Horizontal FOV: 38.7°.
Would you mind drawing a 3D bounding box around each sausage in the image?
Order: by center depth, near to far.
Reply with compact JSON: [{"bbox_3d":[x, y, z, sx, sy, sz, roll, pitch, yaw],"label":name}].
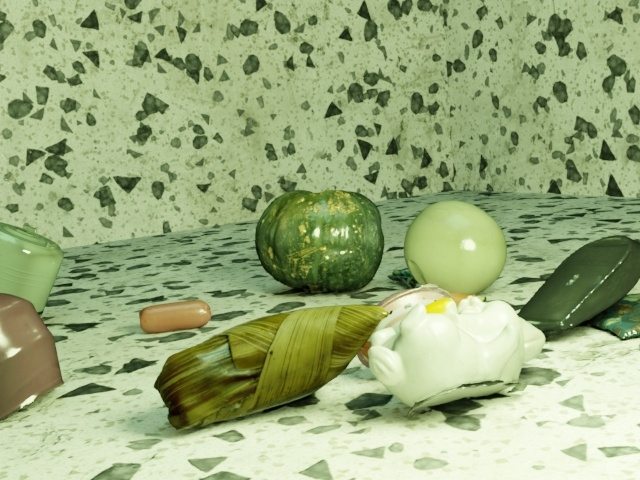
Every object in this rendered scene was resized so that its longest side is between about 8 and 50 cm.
[{"bbox_3d":[-0.310,0.163,1.952,0.154,0.062,0.062,-7,8,-6],"label":"sausage"}]

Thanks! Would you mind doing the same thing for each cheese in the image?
[{"bbox_3d":[0.169,0.147,1.485,0.286,0.189,0.074,8,36,-35],"label":"cheese"}]

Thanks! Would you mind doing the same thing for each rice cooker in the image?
[{"bbox_3d":[-0.738,0.084,2.150,0.226,0.244,0.226,19,2,-1],"label":"rice cooker"}]

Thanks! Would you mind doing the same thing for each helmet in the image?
[{"bbox_3d":[-0.599,0.186,1.511,0.338,0.197,0.271,-1,11,21],"label":"helmet"}]

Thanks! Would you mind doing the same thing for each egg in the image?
[{"bbox_3d":[0.298,0.019,2.038,0.219,0.219,0.269,-9,3,-24],"label":"egg"}]

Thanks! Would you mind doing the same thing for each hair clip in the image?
[{"bbox_3d":[0.211,0.094,2.216,0.049,0.049,0.173,-7,7,-16],"label":"hair clip"}]

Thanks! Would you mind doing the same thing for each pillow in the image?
[{"bbox_3d":[0.589,0.137,1.704,0.188,0.034,0.255,-8,10,-8],"label":"pillow"}]

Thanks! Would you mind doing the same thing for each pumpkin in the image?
[{"bbox_3d":[0.000,0.000,2.219,0.291,0.257,0.327,5,-3,-21],"label":"pumpkin"}]

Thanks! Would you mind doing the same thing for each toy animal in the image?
[{"bbox_3d":[0.205,0.165,1.337,0.208,0.154,0.325,-24,-21,23],"label":"toy animal"}]

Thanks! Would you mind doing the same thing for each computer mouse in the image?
[{"bbox_3d":[0.487,0.099,1.680,0.295,0.087,0.168,-41,13,-17],"label":"computer mouse"}]

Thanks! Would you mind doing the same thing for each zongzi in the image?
[{"bbox_3d":[-0.069,0.169,1.295,0.286,0.134,0.288,-16,-10,-33],"label":"zongzi"}]

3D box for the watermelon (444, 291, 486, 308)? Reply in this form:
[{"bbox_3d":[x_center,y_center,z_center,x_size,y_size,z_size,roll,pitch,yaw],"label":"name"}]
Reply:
[{"bbox_3d":[0.239,0.148,1.717,0.163,0.087,0.069,2,-20,35],"label":"watermelon"}]
